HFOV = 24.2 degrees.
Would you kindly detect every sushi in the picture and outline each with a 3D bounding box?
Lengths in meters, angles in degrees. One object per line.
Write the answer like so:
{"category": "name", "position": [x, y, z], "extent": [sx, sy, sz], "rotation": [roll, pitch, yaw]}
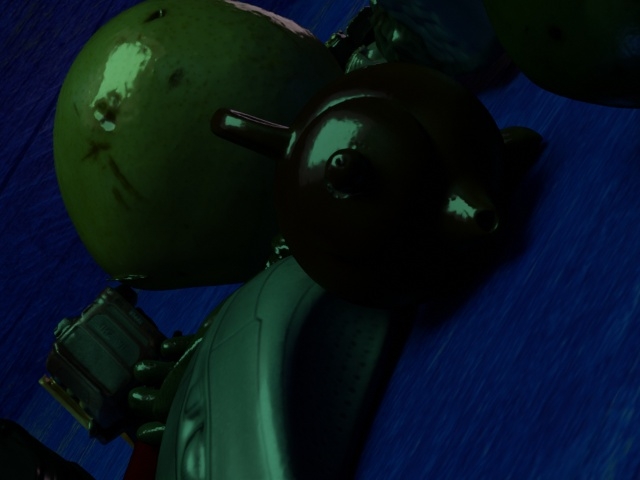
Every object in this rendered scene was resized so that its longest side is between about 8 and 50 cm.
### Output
{"category": "sushi", "position": [0.043, -0.261, 1.947], "extent": [0.279, 0.043, 0.192], "rotation": [-49, -4, 24]}

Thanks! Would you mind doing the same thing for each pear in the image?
{"category": "pear", "position": [-0.113, -0.093, 1.474], "extent": [0.309, 0.309, 0.309], "rotation": [-52, 11, 15]}

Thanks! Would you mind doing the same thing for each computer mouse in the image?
{"category": "computer mouse", "position": [-0.043, 0.125, 1.112], "extent": [0.188, 0.122, 0.371], "rotation": [-47, 16, 39]}

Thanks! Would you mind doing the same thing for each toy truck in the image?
{"category": "toy truck", "position": [-0.204, 0.144, 1.536], "extent": [0.135, 0.114, 0.270], "rotation": [-46, -14, -13]}

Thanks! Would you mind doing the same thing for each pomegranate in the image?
{"category": "pomegranate", "position": [0.193, -0.171, 0.892], "extent": [0.187, 0.187, 0.225], "rotation": [-50, -12, 24]}

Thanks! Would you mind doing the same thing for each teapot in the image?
{"category": "teapot", "position": [0.024, -0.051, 1.063], "extent": [0.135, 0.252, 0.178], "rotation": [22, -90, -65]}

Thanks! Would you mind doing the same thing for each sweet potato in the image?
{"category": "sweet potato", "position": [0.089, -0.036, 1.133], "extent": [0.182, 0.053, 0.054], "rotation": [-22, -2, 26]}

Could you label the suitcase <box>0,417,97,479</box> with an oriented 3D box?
{"category": "suitcase", "position": [-0.258, 0.302, 1.005], "extent": [0.345, 0.188, 0.339], "rotation": [-52, 16, -9]}

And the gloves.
{"category": "gloves", "position": [-0.073, 0.093, 1.329], "extent": [0.268, 0.107, 0.135], "rotation": [-43, -11, 21]}

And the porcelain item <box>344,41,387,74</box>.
{"category": "porcelain item", "position": [0.060, -0.212, 1.843], "extent": [0.213, 0.054, 0.084], "rotation": [-52, 11, 9]}

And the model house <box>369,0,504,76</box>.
{"category": "model house", "position": [0.094, -0.379, 1.344], "extent": [0.360, 0.339, 0.297], "rotation": [-54, 20, -7]}

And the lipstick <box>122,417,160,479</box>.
{"category": "lipstick", "position": [-0.150, 0.235, 1.345], "extent": [0.073, 0.073, 0.280], "rotation": [-51, 11, 19]}
